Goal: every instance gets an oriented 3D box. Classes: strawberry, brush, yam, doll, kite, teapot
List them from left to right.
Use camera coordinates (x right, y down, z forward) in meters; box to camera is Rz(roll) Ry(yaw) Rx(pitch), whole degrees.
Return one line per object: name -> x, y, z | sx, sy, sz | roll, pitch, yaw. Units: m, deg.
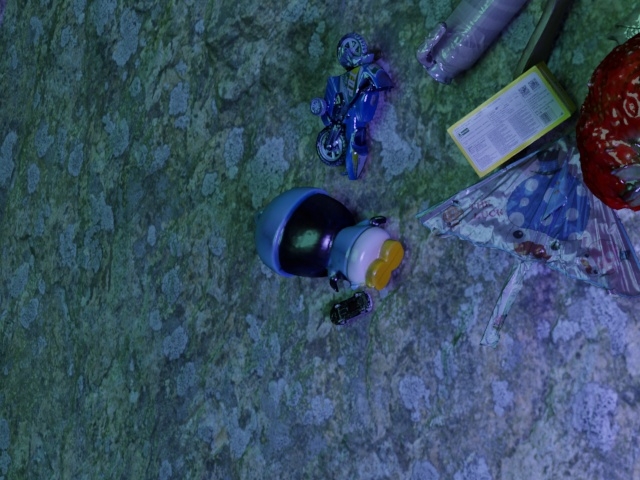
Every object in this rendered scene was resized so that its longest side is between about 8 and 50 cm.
doll -> 0.000, 0.000, 2.065 | 0.314, 0.141, 0.177 | 23, 69, 35
yam -> 0.078, -0.321, 2.117 | 0.107, 0.014, 0.014 | -26, 66, 42
teapot -> 0.237, -0.349, 1.883 | 0.200, 0.107, 0.077 | -51, 54, 30
kite -> 0.324, -0.006, 1.737 | 0.406, 0.014, 0.368 | 20, 83, 30
brush -> 0.385, -0.375, 1.765 | 0.065, 0.070, 0.327 | 35, 111, 33
strawberry -> 0.463, -0.175, 1.540 | 0.257, 0.257, 0.277 | -37, 42, 37

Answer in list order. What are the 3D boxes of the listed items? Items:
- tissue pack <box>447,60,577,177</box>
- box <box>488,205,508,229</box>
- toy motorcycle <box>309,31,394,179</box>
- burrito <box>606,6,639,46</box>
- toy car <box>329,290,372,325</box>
tissue pack -> 0.296, -0.187, 1.785 | 0.176, 0.062, 0.095 | -36, 90, 28
box -> 0.271, -0.032, 1.833 | 0.098, 0.062, 0.045 | -1, 88, 44
toy motorcycle -> 0.062, -0.239, 2.071 | 0.135, 0.092, 0.254 | 26, 112, 36
burrito -> 0.516, -0.333, 1.617 | 0.275, 0.059, 0.082 | -30, 78, 41
toy car -> 0.054, 0.123, 2.067 | 0.093, 0.025, 0.041 | -30, 62, 37
